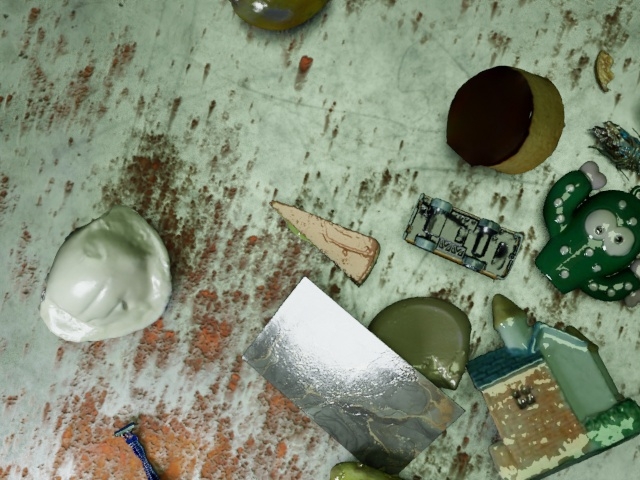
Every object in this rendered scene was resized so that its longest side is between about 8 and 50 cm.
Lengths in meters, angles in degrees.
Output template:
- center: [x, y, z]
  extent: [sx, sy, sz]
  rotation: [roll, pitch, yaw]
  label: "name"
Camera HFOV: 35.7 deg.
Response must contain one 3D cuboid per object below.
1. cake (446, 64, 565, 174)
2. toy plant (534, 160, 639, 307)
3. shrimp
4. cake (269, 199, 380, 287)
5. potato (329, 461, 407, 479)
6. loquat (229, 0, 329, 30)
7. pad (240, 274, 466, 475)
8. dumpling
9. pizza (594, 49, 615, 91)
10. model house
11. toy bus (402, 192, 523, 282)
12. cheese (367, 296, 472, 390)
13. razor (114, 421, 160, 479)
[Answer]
- center: [0.354, -0.209, 1.808]
  extent: [0.207, 0.178, 0.185]
  rotation: [-27, 62, 34]
  label: "cake"
- center: [0.508, -0.007, 1.803]
  extent: [0.232, 0.112, 0.243]
  rotation: [22, 94, 6]
  label: "toy plant"
- center: [0.568, -0.154, 1.842]
  extent: [0.174, 0.076, 0.082]
  rotation: [50, 131, 0]
  label: "shrimp"
- center: [0.014, -0.017, 1.831]
  extent: [0.225, 0.109, 0.090]
  rotation: [40, 90, 4]
  label: "cake"
- center: [0.119, 0.469, 1.805]
  extent: [0.225, 0.090, 0.117]
  rotation: [25, 128, 8]
  label: "potato"
- center: [-0.076, -0.462, 1.839]
  extent: [0.195, 0.152, 0.152]
  rotation: [-5, 87, -14]
  label: "loquat"
- center: [0.049, 0.258, 1.800]
  extent: [0.367, 0.007, 0.247]
  rotation: [40, 123, 4]
  label: "pad"
- center: [-0.389, 0.077, 1.844]
  extent: [0.227, 0.243, 0.175]
  rotation: [34, 49, -13]
  label: "dumpling"
- center: [0.533, -0.318, 1.866]
  extent: [0.037, 0.016, 0.083]
  rotation: [-4, 83, 4]
  label: "pizza"
- center: [0.388, 0.247, 1.784]
  extent: [0.267, 0.194, 0.325]
  rotation: [-25, 72, 4]
  label: "model house"
- center: [0.259, -0.001, 1.815]
  extent: [0.201, 0.114, 0.098]
  rotation: [23, 88, 9]
  label: "toy bus"
- center: [0.172, 0.185, 1.803]
  extent: [0.202, 0.091, 0.175]
  rotation: [3, 61, 13]
  label: "cheese"
- center: [-0.330, 0.417, 1.868]
  extent: [0.044, 0.028, 0.154]
  rotation: [-30, 85, 1]
  label: "razor"
